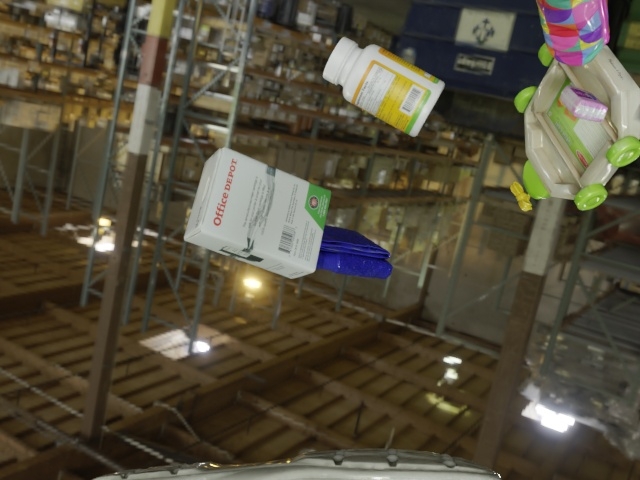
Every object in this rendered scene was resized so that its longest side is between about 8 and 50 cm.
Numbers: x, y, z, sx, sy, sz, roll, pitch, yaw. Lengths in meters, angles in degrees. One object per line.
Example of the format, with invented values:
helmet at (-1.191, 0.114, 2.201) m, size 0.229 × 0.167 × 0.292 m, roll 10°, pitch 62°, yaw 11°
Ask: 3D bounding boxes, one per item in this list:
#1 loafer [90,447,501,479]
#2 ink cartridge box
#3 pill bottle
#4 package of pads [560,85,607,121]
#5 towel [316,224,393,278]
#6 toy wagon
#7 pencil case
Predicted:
loafer at (-0.024, 0.217, 0.539) m, size 0.320 × 0.111 × 0.112 m, roll -7°, pitch 168°, yaw 7°
ink cartridge box at (-0.102, -0.042, 1.197) m, size 0.209 × 0.152 × 0.087 m, roll 22°, pitch 159°, yaw -25°
pill bottle at (0.135, -0.343, 1.596) m, size 0.246 × 0.136 × 0.136 m, roll 30°, pitch -168°, yaw 2°
package of pads at (0.426, -0.222, 1.181) m, size 0.050 × 0.031 × 0.083 m, roll 15°, pitch -152°, yaw -8°
towel at (0.000, 0.000, 1.691) m, size 0.308 × 0.076 × 0.227 m, roll 11°, pitch -161°, yaw -32°
toy wagon at (0.444, -0.185, 1.316) m, size 0.068 × 0.344 × 0.267 m, roll -9°, pitch -123°, yaw -17°
pencil case at (0.360, -0.342, 1.038) m, size 0.105 × 0.104 × 0.236 m, roll 18°, pitch 174°, yaw 26°
